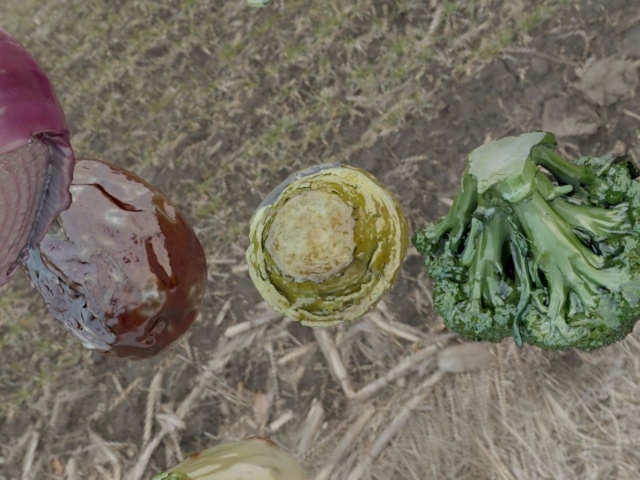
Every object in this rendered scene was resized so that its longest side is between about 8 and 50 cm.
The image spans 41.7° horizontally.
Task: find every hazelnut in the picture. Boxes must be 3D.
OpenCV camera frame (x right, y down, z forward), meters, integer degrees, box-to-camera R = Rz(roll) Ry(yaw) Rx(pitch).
[{"bbox_3d":[-0.138,0.368,1.046,0.261,0.241,0.261,-50,6,7],"label":"hazelnut"}]

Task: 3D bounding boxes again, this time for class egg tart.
[{"bbox_3d":[0.000,0.000,1.157,0.241,0.106,0.241,-4,77,16],"label":"egg tart"}]

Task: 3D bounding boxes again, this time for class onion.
[{"bbox_3d":[-0.259,-0.052,0.509,0.207,0.200,0.201,128,156,-61],"label":"onion"}]

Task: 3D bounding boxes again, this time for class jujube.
[{"bbox_3d":[-0.352,0.024,1.396,0.377,0.276,0.276,32,84,28],"label":"jujube"}]

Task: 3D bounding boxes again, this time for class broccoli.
[{"bbox_3d":[0.266,0.001,1.060,0.321,0.283,0.304,-18,41,20],"label":"broccoli"}]

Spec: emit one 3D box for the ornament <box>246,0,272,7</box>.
[{"bbox_3d":[-0.039,-0.381,0.956,0.201,0.059,0.180,-30,63,32],"label":"ornament"}]

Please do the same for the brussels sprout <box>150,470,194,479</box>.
[{"bbox_3d":[-0.139,0.240,0.778,0.051,0.046,0.083,-48,5,-12],"label":"brussels sprout"}]
